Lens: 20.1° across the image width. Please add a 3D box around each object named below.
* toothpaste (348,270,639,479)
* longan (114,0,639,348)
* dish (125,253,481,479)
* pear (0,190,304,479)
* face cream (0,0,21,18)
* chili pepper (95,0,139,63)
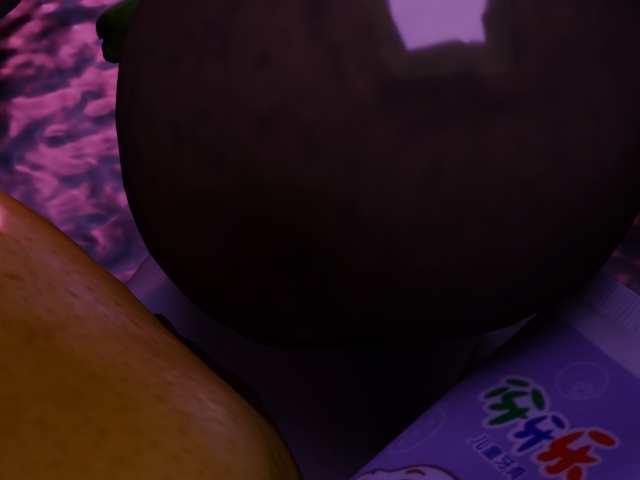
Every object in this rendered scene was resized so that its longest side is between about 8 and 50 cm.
[{"bbox_3d":[0.005,0.153,0.688,0.371,0.080,0.125,-38,38,-10],"label":"toothpaste"},{"bbox_3d":[0.024,-0.059,0.768,0.215,0.246,0.246,29,43,-15],"label":"longan"},{"bbox_3d":[0.000,0.000,0.919,0.182,0.080,0.243,17,46,17],"label":"dish"},{"bbox_3d":[-0.208,0.116,0.578,0.387,0.191,0.340,-1,76,15],"label":"pear"},{"bbox_3d":[-0.288,-0.160,0.951,0.235,0.137,0.420,22,21,16],"label":"face cream"},{"bbox_3d":[-0.009,-0.181,1.045,0.165,0.174,0.261,38,70,21],"label":"chili pepper"}]
